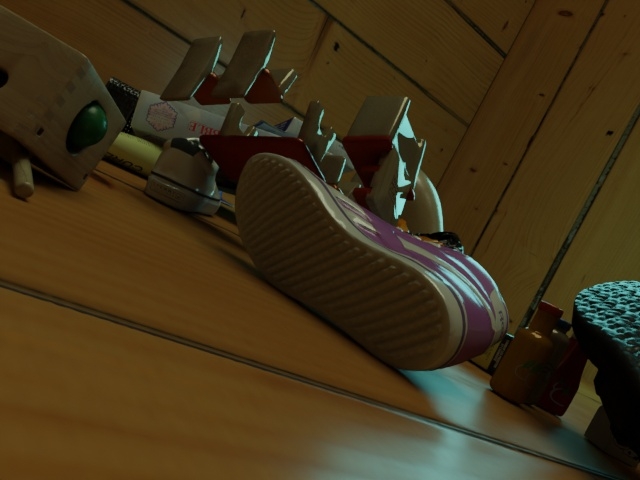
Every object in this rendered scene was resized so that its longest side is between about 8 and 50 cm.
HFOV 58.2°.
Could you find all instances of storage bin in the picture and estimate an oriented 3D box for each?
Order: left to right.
[{"bbox_3d":[-0.358,-0.217,1.072,0.084,0.122,0.180,28,2,-8],"label":"storage bin"}]

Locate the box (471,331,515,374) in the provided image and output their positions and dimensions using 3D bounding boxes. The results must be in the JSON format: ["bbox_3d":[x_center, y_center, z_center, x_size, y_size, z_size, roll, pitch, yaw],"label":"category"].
[{"bbox_3d":[0.184,0.116,0.821,0.087,0.058,0.232,25,4,-46],"label":"box"}]

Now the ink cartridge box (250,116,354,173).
[{"bbox_3d":[-0.079,-0.180,1.140,0.223,0.045,0.223,22,-18,-36],"label":"ink cartridge box"}]

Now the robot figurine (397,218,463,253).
[{"bbox_3d":[0.066,0.014,0.819,0.210,0.085,0.291,-9,18,-21],"label":"robot figurine"}]

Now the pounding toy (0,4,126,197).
[{"bbox_3d":[-0.213,-0.089,0.408,0.141,0.100,0.130,30,-12,2],"label":"pounding toy"}]

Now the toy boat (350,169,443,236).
[{"bbox_3d":[0.076,-0.031,1.122,0.317,0.268,0.148,-4,3,7],"label":"toy boat"}]

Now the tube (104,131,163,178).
[{"bbox_3d":[-0.295,-0.136,0.883,0.240,0.070,0.062,22,43,-46],"label":"tube"}]

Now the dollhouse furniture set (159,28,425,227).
[{"bbox_3d":[-0.024,-0.091,0.662,0.258,0.135,0.262,7,-30,31],"label":"dollhouse furniture set"}]

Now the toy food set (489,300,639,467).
[{"bbox_3d":[0.297,0.156,0.620,0.232,0.105,0.111,28,2,-2],"label":"toy food set"}]

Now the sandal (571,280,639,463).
[{"bbox_3d":[0.286,0.134,0.447,0.167,0.107,0.445,8,17,18],"label":"sandal"}]

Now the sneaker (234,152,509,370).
[{"bbox_3d":[0.044,0.015,0.535,0.161,0.102,0.282,1,33,-48],"label":"sneaker"}]

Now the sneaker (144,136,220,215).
[{"bbox_3d":[-0.173,-0.092,0.804,0.094,0.091,0.258,28,2,-9],"label":"sneaker"}]

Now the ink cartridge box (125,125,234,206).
[{"bbox_3d":[-0.358,-0.191,1.399,0.175,0.069,0.370,26,5,-47],"label":"ink cartridge box"}]

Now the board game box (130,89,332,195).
[{"bbox_3d":[-0.165,-0.144,1.058,0.317,0.066,0.318,17,-8,-8],"label":"board game box"}]
